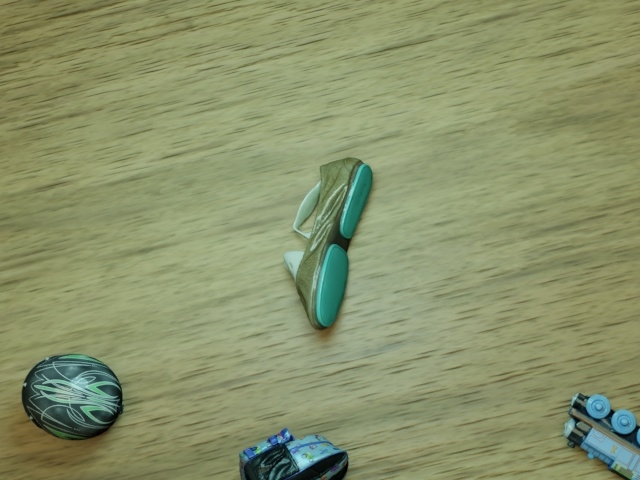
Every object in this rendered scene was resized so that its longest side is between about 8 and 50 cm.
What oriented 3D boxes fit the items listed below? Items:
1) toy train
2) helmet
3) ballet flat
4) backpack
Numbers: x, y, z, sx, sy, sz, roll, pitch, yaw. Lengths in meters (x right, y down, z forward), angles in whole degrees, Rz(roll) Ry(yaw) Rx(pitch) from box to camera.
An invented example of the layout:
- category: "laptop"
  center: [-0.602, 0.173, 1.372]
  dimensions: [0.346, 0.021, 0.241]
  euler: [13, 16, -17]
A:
- category: "toy train"
  center: [0.509, 0.344, 1.819]
  dimensions: [0.184, 0.080, 0.105]
  euler: [31, 85, 12]
- category: "helmet"
  center: [-0.443, 0.280, 1.873]
  dimensions: [0.169, 0.161, 0.170]
  euler: [-1, 74, 5]
- category: "ballet flat"
  center: [0.000, 0.000, 1.954]
  dimensions: [0.124, 0.116, 0.343]
  euler: [6, 73, 28]
- category: "backpack"
  center: [-0.042, 0.399, 1.813]
  dimensions: [0.173, 0.158, 0.117]
  euler: [-27, 55, -17]
